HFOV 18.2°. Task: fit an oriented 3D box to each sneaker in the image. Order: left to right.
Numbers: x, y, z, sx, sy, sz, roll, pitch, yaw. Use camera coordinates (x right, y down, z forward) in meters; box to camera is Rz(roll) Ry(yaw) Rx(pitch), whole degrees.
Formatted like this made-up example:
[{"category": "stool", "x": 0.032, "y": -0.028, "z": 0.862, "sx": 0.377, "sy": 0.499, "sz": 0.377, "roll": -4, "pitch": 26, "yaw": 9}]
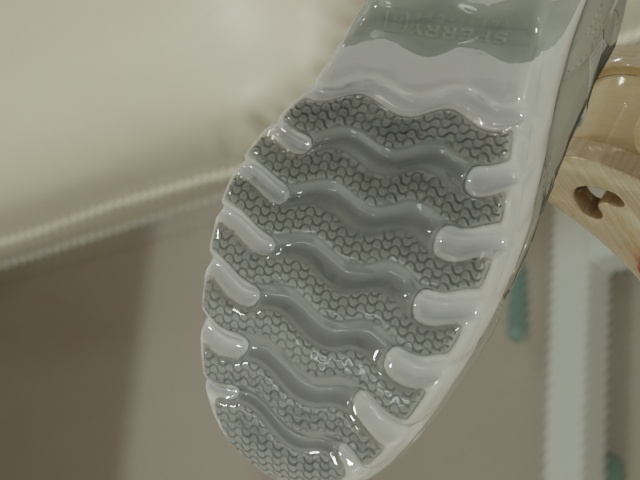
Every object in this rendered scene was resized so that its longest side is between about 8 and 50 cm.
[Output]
[{"category": "sneaker", "x": 0.055, "y": -0.040, "z": 0.689, "sx": 0.105, "sy": 0.115, "sz": 0.281, "roll": 27, "pitch": 96, "yaw": 27}]

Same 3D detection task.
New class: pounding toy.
[{"category": "pounding toy", "x": 0.183, "y": 0.003, "z": 1.069, "sx": 0.154, "sy": 0.269, "sz": 0.155, "roll": 19, "pitch": 67, "yaw": 33}]
